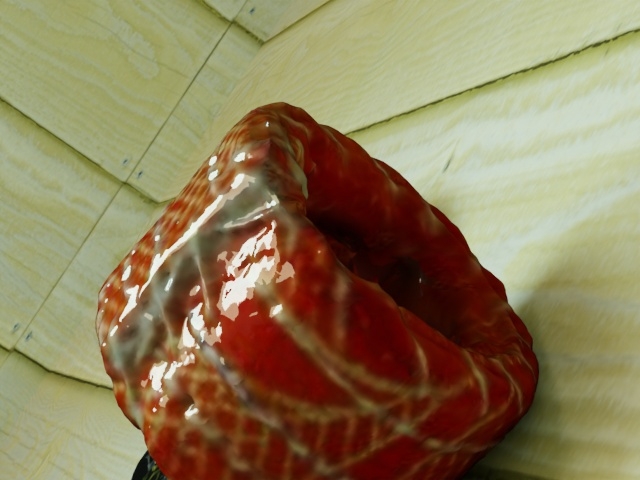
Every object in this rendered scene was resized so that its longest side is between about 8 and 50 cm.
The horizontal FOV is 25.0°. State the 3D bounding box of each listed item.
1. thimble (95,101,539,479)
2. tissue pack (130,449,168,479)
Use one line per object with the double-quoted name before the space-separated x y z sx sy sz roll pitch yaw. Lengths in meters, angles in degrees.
"thimble" -0.001 0.075 1.164 0.230 0.350 0.350 -46 16 17
"tissue pack" -0.131 0.252 1.521 0.245 0.123 0.332 -69 5 -50
